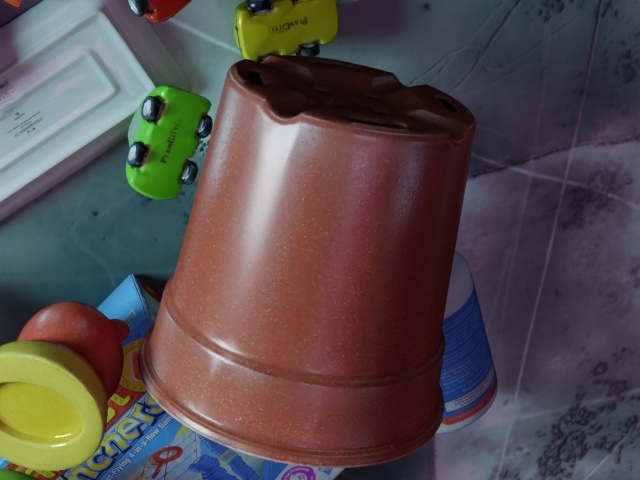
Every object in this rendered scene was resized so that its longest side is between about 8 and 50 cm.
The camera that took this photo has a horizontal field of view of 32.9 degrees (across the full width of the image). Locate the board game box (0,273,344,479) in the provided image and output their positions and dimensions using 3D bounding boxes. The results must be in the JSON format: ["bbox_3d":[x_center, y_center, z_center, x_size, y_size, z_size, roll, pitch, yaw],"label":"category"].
[{"bbox_3d":[-0.181,0.238,1.112,0.308,0.086,0.302,-45,122,6],"label":"board game box"}]

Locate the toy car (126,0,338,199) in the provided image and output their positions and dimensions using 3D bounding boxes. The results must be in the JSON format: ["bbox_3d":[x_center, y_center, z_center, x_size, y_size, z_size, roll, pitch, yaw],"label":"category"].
[{"bbox_3d":[-0.117,-0.147,0.928,0.239,0.053,0.225,17,98,-35],"label":"toy car"}]

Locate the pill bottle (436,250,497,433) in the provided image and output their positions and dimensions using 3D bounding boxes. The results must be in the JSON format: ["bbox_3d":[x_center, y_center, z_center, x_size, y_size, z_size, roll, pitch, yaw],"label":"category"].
[{"bbox_3d":[0.104,0.080,1.115,0.124,0.124,0.221,-23,122,-8],"label":"pill bottle"}]

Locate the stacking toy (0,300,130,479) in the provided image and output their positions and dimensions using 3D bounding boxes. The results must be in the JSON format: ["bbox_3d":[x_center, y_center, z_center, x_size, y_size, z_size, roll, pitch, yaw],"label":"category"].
[{"bbox_3d":[-0.322,0.161,0.972,0.309,0.130,0.279,9,122,5],"label":"stacking toy"}]

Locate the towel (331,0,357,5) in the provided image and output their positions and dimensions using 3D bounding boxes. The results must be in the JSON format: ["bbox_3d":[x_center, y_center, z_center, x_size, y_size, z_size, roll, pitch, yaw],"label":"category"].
[{"bbox_3d":[0.106,-0.364,0.891,0.248,0.038,0.324,-18,135,-12],"label":"towel"}]

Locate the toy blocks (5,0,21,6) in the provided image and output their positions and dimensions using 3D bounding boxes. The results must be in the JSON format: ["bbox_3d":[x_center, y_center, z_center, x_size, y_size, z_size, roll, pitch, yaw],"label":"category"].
[{"bbox_3d":[-0.245,-0.218,0.832,0.148,0.054,0.123,20,147,-18],"label":"toy blocks"}]

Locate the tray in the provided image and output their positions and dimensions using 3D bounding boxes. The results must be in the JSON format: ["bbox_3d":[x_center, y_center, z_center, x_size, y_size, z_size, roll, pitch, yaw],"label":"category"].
[{"bbox_3d":[-0.256,-0.107,0.939,0.270,0.030,0.145,-34,122,-1],"label":"tray"}]

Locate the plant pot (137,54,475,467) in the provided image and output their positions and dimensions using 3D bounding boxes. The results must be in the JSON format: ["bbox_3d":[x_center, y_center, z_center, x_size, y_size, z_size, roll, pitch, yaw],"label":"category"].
[{"bbox_3d":[0.000,0.000,0.901,0.272,0.272,0.265,2,114,-22],"label":"plant pot"}]
